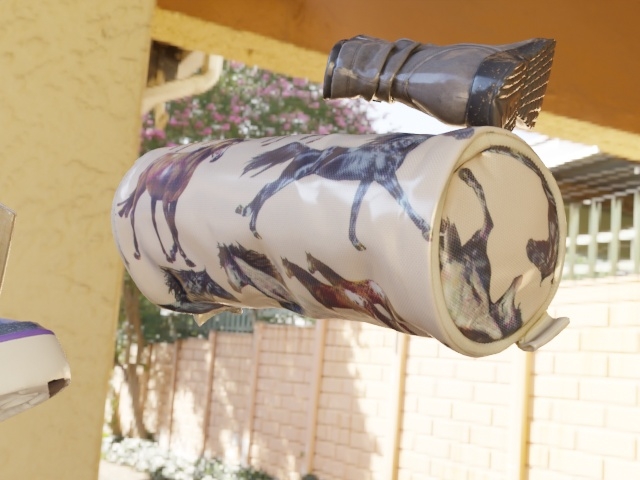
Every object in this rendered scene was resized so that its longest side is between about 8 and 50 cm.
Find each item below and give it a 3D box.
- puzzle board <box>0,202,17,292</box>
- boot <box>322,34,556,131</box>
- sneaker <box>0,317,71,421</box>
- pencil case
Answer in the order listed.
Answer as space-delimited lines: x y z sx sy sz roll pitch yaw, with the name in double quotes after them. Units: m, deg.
-0.276 0.014 0.634 0.096 0.128 0.011 28 24 18 "puzzle board"
0.151 -0.207 1.011 0.222 0.118 0.338 16 15 22 "boot"
-0.322 0.010 0.466 0.322 0.236 0.130 -9 -17 -21 "sneaker"
0.000 0.000 0.711 0.410 0.160 0.184 3 -48 44 "pencil case"
